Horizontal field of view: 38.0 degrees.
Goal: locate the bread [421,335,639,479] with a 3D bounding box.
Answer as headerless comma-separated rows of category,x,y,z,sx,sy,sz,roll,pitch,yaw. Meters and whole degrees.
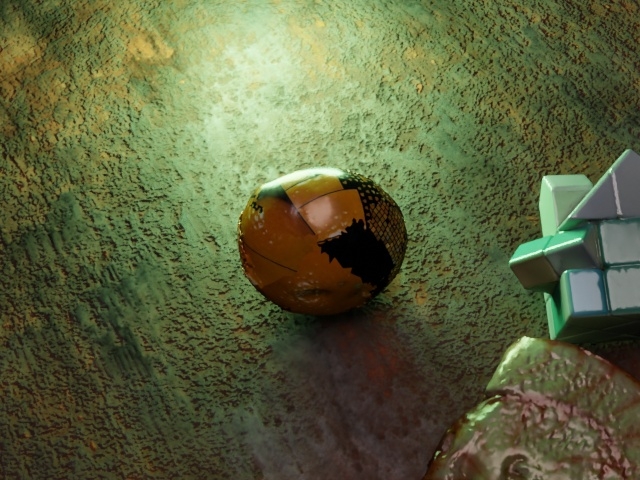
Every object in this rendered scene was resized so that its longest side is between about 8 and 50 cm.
bread,0.282,0.297,1.099,0.295,0.114,0.327,32,67,24

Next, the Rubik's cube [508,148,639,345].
Rubik's cube,0.372,0.016,1.205,0.265,0.224,0.213,-5,73,3

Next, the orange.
orange,0.000,0.000,1.262,0.234,0.234,0.182,6,59,12
